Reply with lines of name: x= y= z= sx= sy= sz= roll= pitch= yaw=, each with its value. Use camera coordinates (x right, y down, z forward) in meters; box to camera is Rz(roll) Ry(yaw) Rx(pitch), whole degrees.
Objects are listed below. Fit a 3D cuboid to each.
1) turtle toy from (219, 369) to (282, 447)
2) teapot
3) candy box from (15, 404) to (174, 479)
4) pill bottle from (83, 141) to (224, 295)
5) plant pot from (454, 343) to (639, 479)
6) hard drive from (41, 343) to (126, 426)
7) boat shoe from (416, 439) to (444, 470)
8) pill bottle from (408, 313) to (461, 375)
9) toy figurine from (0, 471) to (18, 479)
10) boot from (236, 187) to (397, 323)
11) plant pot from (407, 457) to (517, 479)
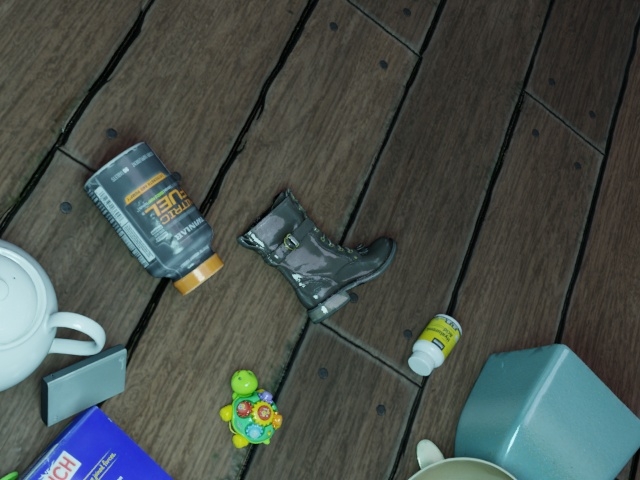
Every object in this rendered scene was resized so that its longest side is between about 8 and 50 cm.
turtle toy: x=-0.113 y=0.277 z=1.700 sx=0.095 sy=0.066 sz=0.130 roll=-23 pitch=85 yaw=-37
teapot: x=-0.476 y=0.097 z=1.465 sx=0.256 sy=0.187 sz=0.252 roll=-25 pitch=86 yaw=-38
candy box: x=-0.311 y=0.443 z=1.473 sx=0.317 sy=0.122 sz=0.268 roll=47 pitch=55 yaw=-9
pill bottle: x=-0.264 y=-0.029 z=1.686 sx=0.245 sy=0.130 sz=0.130 roll=53 pitch=53 yaw=-5
plant pot: x=0.393 y=0.373 z=1.885 sx=0.248 sy=0.247 sz=0.252 roll=44 pitch=65 yaw=-10
hard drive: x=-0.357 y=0.218 z=1.555 sx=0.135 sy=0.094 sz=0.022 roll=-24 pitch=50 yaw=-37
boat shoe: x=0.210 y=0.423 z=1.865 sx=0.049 sy=0.042 sz=0.133 roll=-29 pitch=87 yaw=-13
pill bottle: x=0.214 y=0.199 z=1.941 sx=0.065 sy=0.065 sz=0.116 roll=47 pitch=54 yaw=-9
toy figurine: x=-0.525 y=0.303 z=1.411 sx=0.159 sy=0.130 sz=0.173 roll=51 pitch=31 yaw=7
boot: x=0.000 y=0.000 z=1.868 sx=0.263 sy=0.091 sz=0.229 roll=-40 pitch=95 yaw=-35
plant pot: x=0.265 y=0.531 z=1.744 sx=0.191 sy=0.284 sz=0.284 roll=43 pitch=47 yaw=-52
